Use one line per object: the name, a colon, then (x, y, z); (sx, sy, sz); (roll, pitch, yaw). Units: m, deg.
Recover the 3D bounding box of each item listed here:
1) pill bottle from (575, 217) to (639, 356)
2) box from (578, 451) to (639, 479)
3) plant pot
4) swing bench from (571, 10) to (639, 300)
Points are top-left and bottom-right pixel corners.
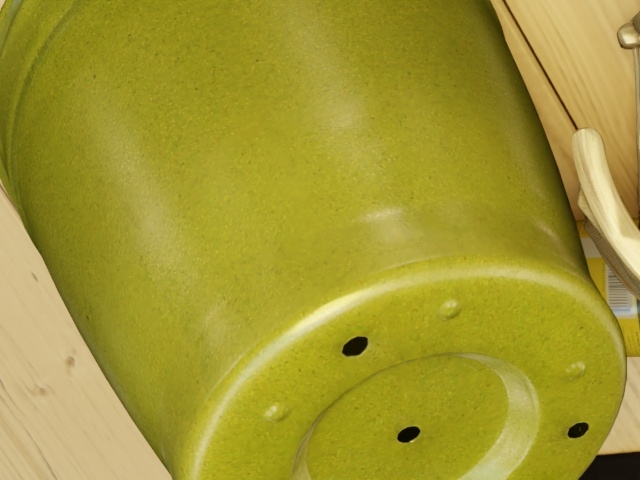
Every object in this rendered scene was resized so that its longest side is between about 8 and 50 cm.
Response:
pill bottle: (0.173, 0.037, 0.888); (0.184, 0.103, 0.103); (-2, 111, 23)
box: (0.252, 0.351, 0.953); (0.343, 0.179, 0.312); (-11, 109, 26)
plant pot: (0.000, 0.000, 0.709); (0.367, 0.353, 0.366); (-11, 130, -13)
swing bench: (0.235, -0.069, 0.684); (0.165, 0.253, 0.254); (20, 91, 13)
